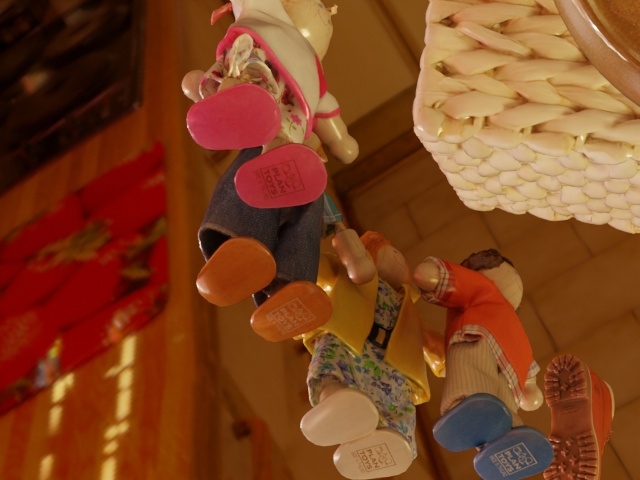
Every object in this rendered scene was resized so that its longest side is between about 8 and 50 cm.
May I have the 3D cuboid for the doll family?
[{"bbox_3d":[0.000,0.000,0.495,0.118,0.263,0.163,-29,23,21],"label":"doll family"}]

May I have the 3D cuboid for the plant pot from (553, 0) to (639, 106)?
[{"bbox_3d":[0.193,-0.152,0.457,0.236,0.236,0.032,-10,8,40],"label":"plant pot"}]

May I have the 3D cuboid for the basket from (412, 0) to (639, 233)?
[{"bbox_3d":[0.243,-0.148,0.726,0.328,0.331,0.267,9,86,13],"label":"basket"}]

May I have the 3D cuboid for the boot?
[{"bbox_3d":[0.269,0.202,1.079,0.059,0.084,0.158,-14,58,38],"label":"boot"}]
